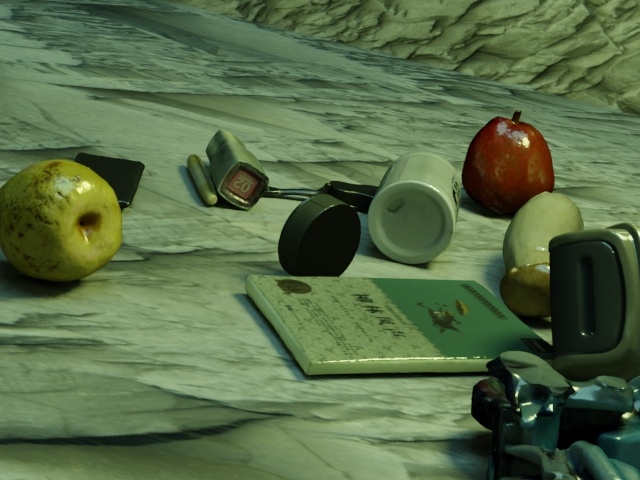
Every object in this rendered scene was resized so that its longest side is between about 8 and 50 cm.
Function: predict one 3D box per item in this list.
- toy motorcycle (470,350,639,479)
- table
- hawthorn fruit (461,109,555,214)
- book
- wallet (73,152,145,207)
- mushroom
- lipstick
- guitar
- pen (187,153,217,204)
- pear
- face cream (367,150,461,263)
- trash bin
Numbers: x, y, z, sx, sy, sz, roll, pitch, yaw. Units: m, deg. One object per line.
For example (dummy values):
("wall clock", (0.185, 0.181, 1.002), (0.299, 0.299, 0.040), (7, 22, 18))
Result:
("toy motorcycle", (0.273, 0.216, 1.129), (0.232, 0.172, 0.416), (5, 10, 5))
("table", (0.000, 0.000, 1.661), (0.133, 0.133, 0.043), (-9, 29, -44))
("hawthorn fruit", (0.370, -0.155, 2.196), (0.185, 0.202, 0.185), (4, 13, -1))
("book", (0.111, 0.114, 1.550), (0.379, 0.031, 0.264), (1, 22, -24))
("wallet", (-0.373, -0.102, 1.923), (0.124, 0.025, 0.244), (8, 18, -6))
("mushroom", (0.355, 0.018, 1.799), (0.128, 0.128, 0.350), (13, 26, 8))
("lipstick", (-0.158, -0.137, 2.037), (0.079, 0.077, 0.253), (31, 11, -22))
("guitar", (-0.003, -0.089, 2.058), (0.271, 0.038, 0.084), (7, 18, -11))
("pen", (-0.210, -0.109, 2.025), (0.040, 0.032, 0.233), (27, 13, -24))
("pear", (-0.356, -0.027, 1.511), (0.178, 0.178, 0.178), (9, 19, -3))
("face cream", (0.176, -0.084, 1.972), (0.145, 0.145, 0.370), (12, 21, 6))
("trash bin", (0.432, 0.097, 1.480), (0.290, 0.209, 0.182), (9, -21, -22))
